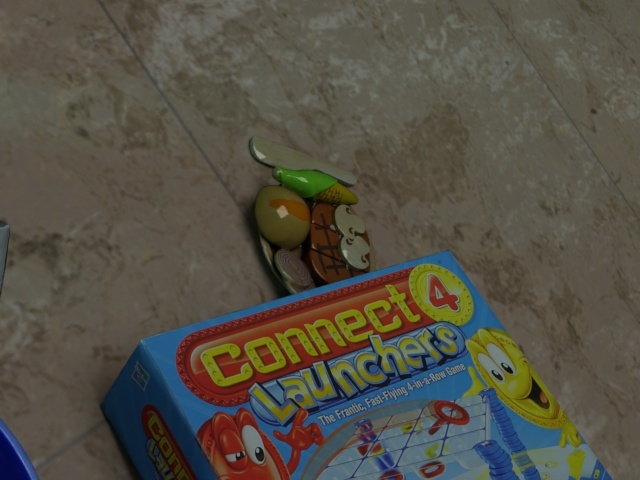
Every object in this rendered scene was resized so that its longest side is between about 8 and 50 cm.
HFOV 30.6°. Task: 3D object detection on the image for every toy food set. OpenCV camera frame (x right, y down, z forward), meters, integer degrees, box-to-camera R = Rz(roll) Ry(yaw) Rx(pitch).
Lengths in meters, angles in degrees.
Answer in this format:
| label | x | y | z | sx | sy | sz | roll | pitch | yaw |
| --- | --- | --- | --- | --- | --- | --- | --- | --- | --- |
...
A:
| label | x | y | z | sx | sy | sz | roll | pitch | yaw |
| --- | --- | --- | --- | --- | --- | --- | --- | --- | --- |
| toy food set | 0.000 | 0.000 | 0.985 | 0.132 | 0.038 | 0.192 | 17 | 56 | -33 |

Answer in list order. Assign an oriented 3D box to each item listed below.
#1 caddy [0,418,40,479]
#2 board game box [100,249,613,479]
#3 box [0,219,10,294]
| label | x | y | z | sx | sy | sz | roll | pitch | yaw |
| --- | --- | --- | --- | --- | --- | --- | --- | --- | --- |
| caddy | -0.245 | 0.215 | 0.549 | 0.241 | 0.179 | 0.341 | 7 | 62 | -37 |
| board game box | 0.053 | 0.176 | 0.828 | 0.308 | 0.086 | 0.302 | -15 | 62 | -40 |
| box | -0.310 | -0.004 | 0.606 | 0.183 | 0.056 | 0.231 | 23 | 18 | 31 |
